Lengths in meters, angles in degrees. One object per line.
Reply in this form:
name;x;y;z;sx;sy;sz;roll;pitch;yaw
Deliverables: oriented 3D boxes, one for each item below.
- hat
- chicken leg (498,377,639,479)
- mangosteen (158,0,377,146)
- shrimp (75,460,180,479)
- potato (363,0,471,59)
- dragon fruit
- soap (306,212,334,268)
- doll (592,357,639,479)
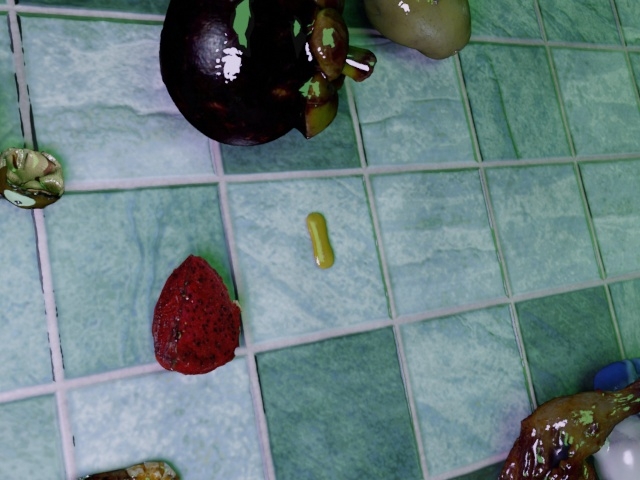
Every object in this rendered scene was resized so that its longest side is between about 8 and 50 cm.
hat;-0.361;-0.071;0.788;0.077;0.059;0.076;8;54;-45
chicken leg;0.399;0.335;1.005;0.177;0.083;0.322;22;95;-4
mangosteen;-0.076;-0.256;0.888;0.288;0.233;0.287;10;66;-24
shrimp;-0.247;0.318;0.771;0.161;0.034;0.091;3;78;-27
potato;0.174;-0.392;1.102;0.194;0.157;0.157;41;63;-28
dragon fruit;-0.163;0.114;0.842;0.106;0.083;0.162;28;47;-38
soap;0.000;0.000;0.984;0.034;0.012;0.089;-11;83;-29
doll;0.592;0.336;1.130;0.365;0.187;0.376;-44;111;-17
